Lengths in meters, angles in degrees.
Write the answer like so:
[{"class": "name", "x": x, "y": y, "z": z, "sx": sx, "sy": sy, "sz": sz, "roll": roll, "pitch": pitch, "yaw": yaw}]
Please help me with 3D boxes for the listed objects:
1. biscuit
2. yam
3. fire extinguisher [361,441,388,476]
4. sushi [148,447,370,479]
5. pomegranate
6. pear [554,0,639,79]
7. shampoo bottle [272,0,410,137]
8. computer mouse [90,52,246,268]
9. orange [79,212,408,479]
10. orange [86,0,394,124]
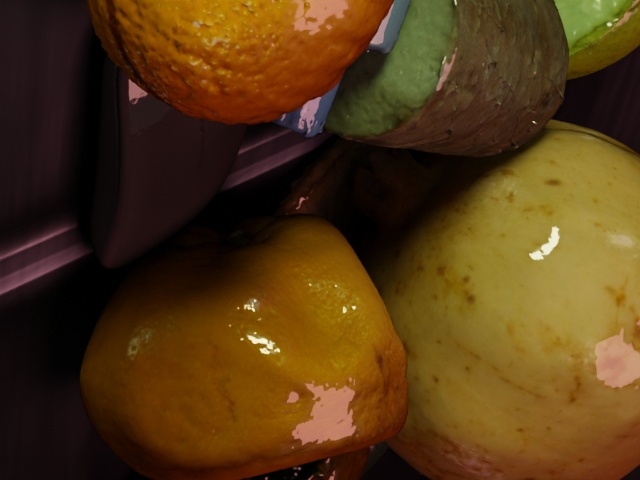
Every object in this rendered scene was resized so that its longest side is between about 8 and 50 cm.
[{"class": "biscuit", "x": 0.001, "y": 0.001, "z": 1.535, "sx": 0.220, "sy": 0.033, "sz": 0.220, "roll": -46, "pitch": 157, "yaw": -26}, {"class": "yam", "x": 0.074, "y": -0.140, "z": 1.305, "sx": 0.161, "sy": 0.161, "sz": 0.268, "roll": -59, "pitch": 159, "yaw": 13}, {"class": "fire extinguisher", "x": -0.026, "y": 0.212, "z": 1.716, "sx": 0.311, "sy": 0.095, "sz": 0.114, "roll": -42, "pitch": 125, "yaw": -23}, {"class": "sushi", "x": -0.034, "y": 0.172, "z": 1.594, "sx": 0.287, "sy": 0.140, "sz": 0.149, "roll": -44, "pitch": -165, "yaw": -21}, {"class": "pomegranate", "x": 0.153, "y": 0.042, "z": 1.509, "sx": 0.342, "sy": 0.342, "sz": 0.342, "roll": -43, "pitch": 155, "yaw": -25}, {"class": "pear", "x": 0.245, "y": -0.231, "z": 1.568, "sx": 0.288, "sy": 0.139, "sz": 0.239, "roll": -58, "pitch": 168, "yaw": 11}, {"class": "shampoo bottle", "x": 0.021, "y": -0.192, "z": 1.155, "sx": 0.061, "sy": 0.104, "sz": 0.258, "roll": -4, "pitch": 120, "yaw": -61}, {"class": "computer mouse", "x": -0.097, "y": -0.070, "z": 1.205, "sx": 0.120, "sy": 0.057, "sz": 0.232, "roll": -36, "pitch": 153, "yaw": -37}, {"class": "orange", "x": -0.060, "y": 0.075, "z": 1.332, "sx": 0.249, "sy": 0.183, "sz": 0.249, "roll": -11, "pitch": 177, "yaw": 0}, {"class": "orange", "x": -0.044, "y": -0.161, "z": 1.022, "sx": 0.161, "sy": 0.193, "sz": 0.193, "roll": 35, "pitch": 91, "yaw": -33}]
